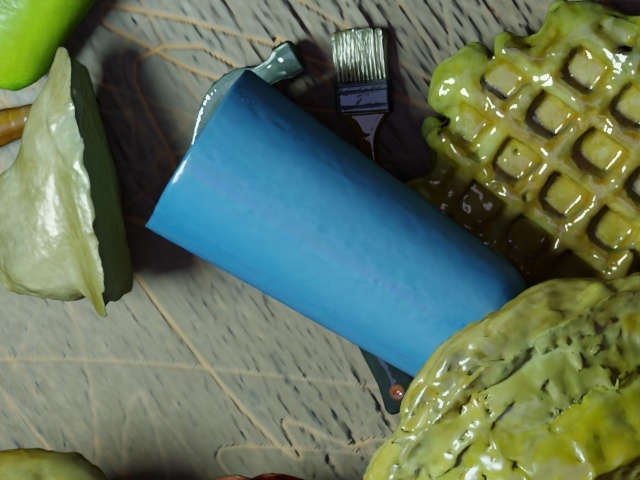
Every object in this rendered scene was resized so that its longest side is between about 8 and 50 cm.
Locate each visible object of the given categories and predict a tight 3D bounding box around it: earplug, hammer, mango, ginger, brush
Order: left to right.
[{"bbox_3d":[-0.221,-0.192,1.423,0.117,0.089,0.163,36,107,-6],"label":"mango"},{"bbox_3d":[-0.203,-0.045,1.451,0.123,0.115,0.193,-3,99,18],"label":"ginger"},{"bbox_3d":[0.000,0.000,1.472,0.111,0.033,0.287,-28,99,12],"label":"hammer"},{"bbox_3d":[0.027,0.009,1.383,0.273,0.132,0.132,33,105,-2],"label":"earplug"},{"bbox_3d":[0.034,-0.071,1.444,0.043,0.014,0.170,-4,93,10],"label":"brush"}]

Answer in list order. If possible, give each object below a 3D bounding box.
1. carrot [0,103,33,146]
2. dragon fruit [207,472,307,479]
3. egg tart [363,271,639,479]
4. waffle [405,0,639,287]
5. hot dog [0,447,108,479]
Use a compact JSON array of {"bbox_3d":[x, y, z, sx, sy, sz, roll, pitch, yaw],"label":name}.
[{"bbox_3d":[-0.292,-0.071,1.490,0.216,0.048,0.048,-14,102,6],"label":"carrot"},{"bbox_3d":[-0.040,0.285,1.470,0.192,0.193,0.274,11,139,1],"label":"dragon fruit"},{"bbox_3d":[0.187,0.171,1.366,0.341,0.129,0.341,-15,129,-20],"label":"egg tart"},{"bbox_3d":[0.209,-0.028,1.424,0.301,0.058,0.281,13,108,7],"label":"waffle"},{"bbox_3d":[-0.258,0.340,1.492,0.223,0.185,0.405,13,112,48],"label":"hot dog"}]
